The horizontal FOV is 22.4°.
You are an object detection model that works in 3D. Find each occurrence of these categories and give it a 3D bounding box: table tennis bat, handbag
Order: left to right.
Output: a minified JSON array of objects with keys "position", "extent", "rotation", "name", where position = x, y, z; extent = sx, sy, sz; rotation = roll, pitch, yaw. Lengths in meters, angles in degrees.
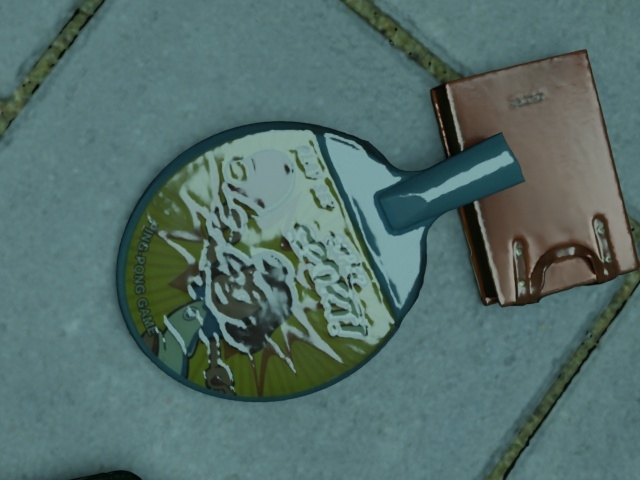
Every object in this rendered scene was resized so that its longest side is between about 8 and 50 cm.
[{"position":[0.000,0.000,1.252],"extent":[0.329,0.044,0.215],"rotation":[-23,95,0],"name":"table tennis bat"},{"position":[0.175,-0.048,1.310],"extent":[0.127,0.063,0.190],"rotation":[-14,92,-13],"name":"handbag"}]

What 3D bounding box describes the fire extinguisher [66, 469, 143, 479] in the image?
[{"position":[-0.218,0.237,1.210],"extent":[0.311,0.095,0.114],"rotation":[-11,131,-12],"name":"fire extinguisher"}]
